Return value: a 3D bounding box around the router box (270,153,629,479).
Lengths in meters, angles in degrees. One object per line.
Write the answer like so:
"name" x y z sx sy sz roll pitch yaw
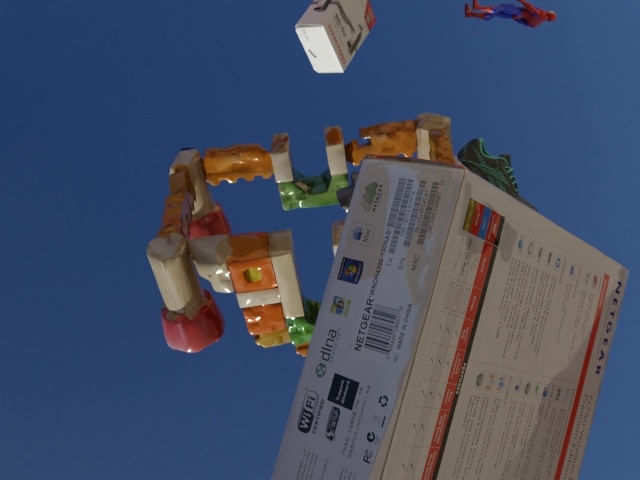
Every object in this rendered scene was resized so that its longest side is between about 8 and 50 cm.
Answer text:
"router box" 0.103 0.144 0.560 0.301 0.082 0.335 21 -97 -48

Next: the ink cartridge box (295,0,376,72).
"ink cartridge box" 0.028 -0.354 1.236 0.135 0.056 0.099 -60 -38 -27

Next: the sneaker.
"sneaker" 0.284 -0.100 1.202 0.166 0.076 0.065 40 -161 10

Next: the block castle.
"block castle" 0.000 0.000 1.078 0.303 0.453 0.213 -94 -5 -52

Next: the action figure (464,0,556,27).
"action figure" 0.237 -0.283 0.930 0.115 0.038 0.030 6 -105 -13
